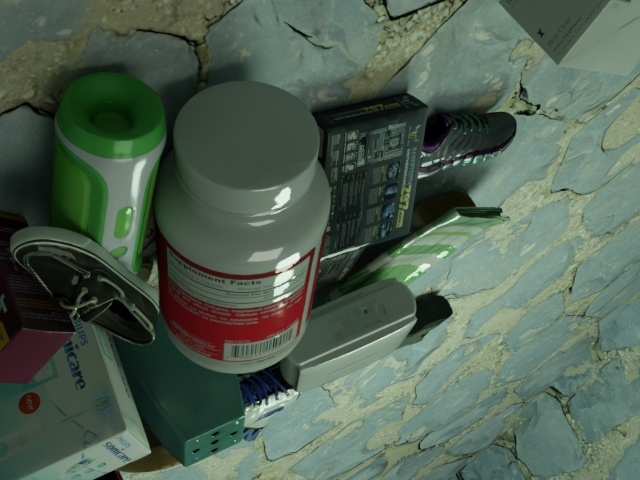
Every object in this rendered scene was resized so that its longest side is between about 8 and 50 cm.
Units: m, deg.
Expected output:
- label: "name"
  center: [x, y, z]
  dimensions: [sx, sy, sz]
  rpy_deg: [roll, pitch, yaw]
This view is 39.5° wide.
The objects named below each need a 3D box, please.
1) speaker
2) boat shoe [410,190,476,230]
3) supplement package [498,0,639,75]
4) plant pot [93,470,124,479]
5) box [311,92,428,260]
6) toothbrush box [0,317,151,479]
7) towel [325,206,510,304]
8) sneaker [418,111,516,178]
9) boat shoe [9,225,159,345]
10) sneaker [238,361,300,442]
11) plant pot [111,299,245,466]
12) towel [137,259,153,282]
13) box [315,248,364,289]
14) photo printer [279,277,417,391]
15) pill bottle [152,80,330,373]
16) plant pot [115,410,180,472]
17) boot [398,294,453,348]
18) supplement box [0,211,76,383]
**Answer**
- label: "speaker"
  center: [-0.262, -0.055, 1.070]
  dimensions: [0.131, 0.131, 0.296]
  rpy_deg: [-16, 148, -30]
- label: "boat shoe"
  center: [0.227, -0.051, 1.680]
  dimensions: [0.170, 0.063, 0.059]
  rpy_deg: [-8, 158, -42]
- label: "supplement package"
  center: [0.423, -0.382, 1.249]
  dimensions: [0.204, 0.145, 0.262]
  rpy_deg: [-4, 140, -44]
- label: "plant pot"
  center: [-0.473, 0.507, 1.641]
  dimensions: [0.267, 0.267, 0.236]
  rpy_deg: [-27, 164, -13]
- label: "box"
  center: [0.064, -0.095, 1.356]
  dimensions: [0.183, 0.059, 0.233]
  rpy_deg: [-17, 130, -28]
- label: "toothbrush box"
  center: [-0.423, 0.256, 1.277]
  dimensions: [0.295, 0.216, 0.126]
  rpy_deg: [-23, 152, -5]
- label: "towel"
  center: [0.181, 0.032, 1.682]
  dimensions: [0.325, 0.038, 0.248]
  rpy_deg: [-35, 163, 29]
- label: "sneaker"
  center: [0.231, -0.175, 1.454]
  dimensions: [0.223, 0.083, 0.098]
  rpy_deg: [-24, 146, -17]
- label: "boat shoe"
  center: [-0.269, 0.057, 1.047]
  dimensions: [0.078, 0.070, 0.219]
  rpy_deg: [-29, 137, 24]
- label: "sneaker"
  center: [-0.152, 0.310, 1.803]
  dimensions: [0.182, 0.127, 0.315]
  rpy_deg: [-42, 159, 8]
- label: "plant pot"
  center: [-0.222, 0.234, 1.463]
  dimensions: [0.165, 0.234, 0.165]
  rpy_deg: [-22, 151, -23]
- label: "towel"
  center: [-0.318, 0.085, 1.346]
  dimensions: [0.110, 0.027, 0.148]
  rpy_deg: [-7, 143, -39]
- label: "box"
  center: [0.000, 0.000, 1.515]
  dimensions: [0.183, 0.056, 0.231]
  rpy_deg: [-11, 145, -35]
- label: "photo printer"
  center: [0.042, 0.191, 1.702]
  dimensions: [0.256, 0.107, 0.307]
  rpy_deg: [-23, 165, -11]
- label: "pill bottle"
  center: [-0.108, -0.008, 1.200]
  dimensions: [0.229, 0.229, 0.408]
  rpy_deg: [-22, 150, -22]
- label: "plant pot"
  center: [-0.296, 0.312, 1.550]
  dimensions: [0.236, 0.236, 0.032]
  rpy_deg: [-18, 122, -27]
- label: "boot"
  center: [0.178, 0.211, 2.028]
  dimensions: [0.246, 0.083, 0.161]
  rpy_deg: [-9, 150, -36]
- label: "supplement box"
  center: [-0.384, 0.066, 1.068]
  dimensions: [0.104, 0.188, 0.081]
  rpy_deg: [-43, 150, 19]
